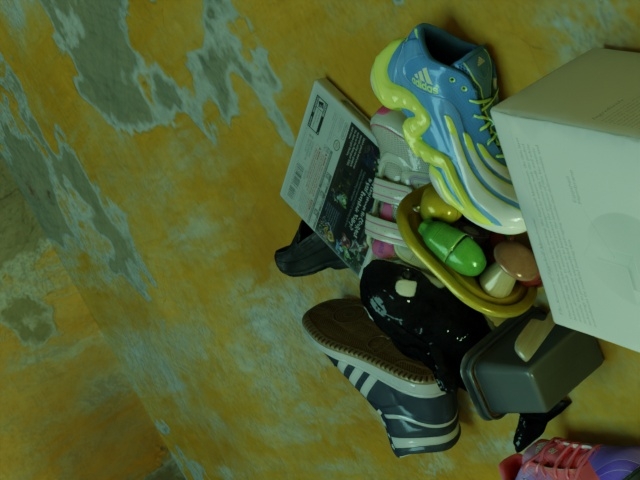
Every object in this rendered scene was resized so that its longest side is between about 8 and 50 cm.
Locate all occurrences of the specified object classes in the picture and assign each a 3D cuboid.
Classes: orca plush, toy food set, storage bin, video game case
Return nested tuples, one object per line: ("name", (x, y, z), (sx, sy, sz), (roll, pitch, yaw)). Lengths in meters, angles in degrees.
("orca plush", (0.146, 0.145, 1.639), (0.151, 0.102, 0.287), (-19, 120, 37))
("toy food set", (0.182, 0.007, 1.546), (0.218, 0.128, 0.071), (45, 132, 12))
("storage bin", (0.234, 0.138, 1.577), (0.091, 0.135, 0.098), (-1, 118, 53))
("video game case", (0.029, -0.075, 1.805), (0.173, 0.022, 0.190), (47, 137, 29))

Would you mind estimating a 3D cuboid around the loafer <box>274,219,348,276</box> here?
("loafer", (0.000, 0.000, 1.961), (0.223, 0.076, 0.078), (-13, 101, 62))

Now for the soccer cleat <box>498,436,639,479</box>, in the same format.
("soccer cleat", (0.283, 0.270, 1.668), (0.116, 0.108, 0.318), (59, 160, 11))

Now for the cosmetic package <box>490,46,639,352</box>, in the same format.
("cosmetic package", (0.287, -0.028, 1.244), (0.224, 0.138, 0.224), (20, 135, 55))

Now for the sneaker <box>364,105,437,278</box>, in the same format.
("sneaker", (0.103, -0.030, 1.653), (0.103, 0.111, 0.252), (16, 132, 59))

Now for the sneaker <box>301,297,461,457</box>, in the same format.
("sneaker", (0.082, 0.188, 1.983), (0.282, 0.099, 0.153), (27, 139, 48))

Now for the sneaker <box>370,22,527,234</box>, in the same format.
("sneaker", (0.147, -0.118, 1.486), (0.240, 0.091, 0.126), (48, 148, 8))
